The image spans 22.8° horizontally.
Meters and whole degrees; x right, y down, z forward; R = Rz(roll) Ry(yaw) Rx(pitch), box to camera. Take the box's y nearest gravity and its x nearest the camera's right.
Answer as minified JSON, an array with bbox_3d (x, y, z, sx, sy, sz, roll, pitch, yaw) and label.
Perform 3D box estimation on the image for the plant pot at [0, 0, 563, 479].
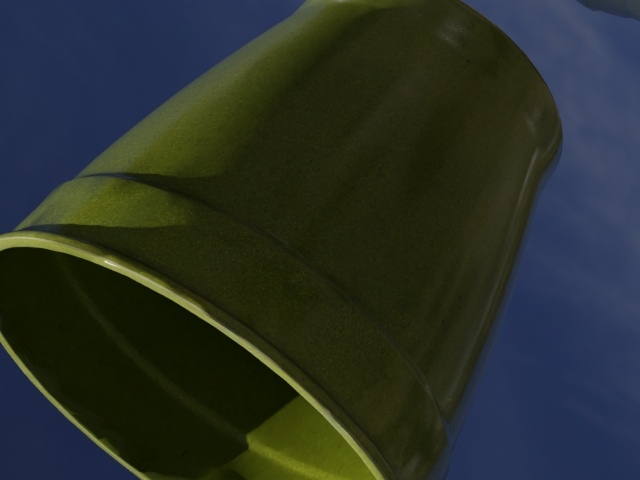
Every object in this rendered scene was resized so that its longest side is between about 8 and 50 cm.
[{"bbox_3d":[0.000,0.000,1.176,0.366,0.366,0.353,39,-116,-3],"label":"plant pot"}]

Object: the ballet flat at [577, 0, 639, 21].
[{"bbox_3d":[0.394,-0.238,1.292,0.400,0.139,0.139,-12,-122,-16],"label":"ballet flat"}]
